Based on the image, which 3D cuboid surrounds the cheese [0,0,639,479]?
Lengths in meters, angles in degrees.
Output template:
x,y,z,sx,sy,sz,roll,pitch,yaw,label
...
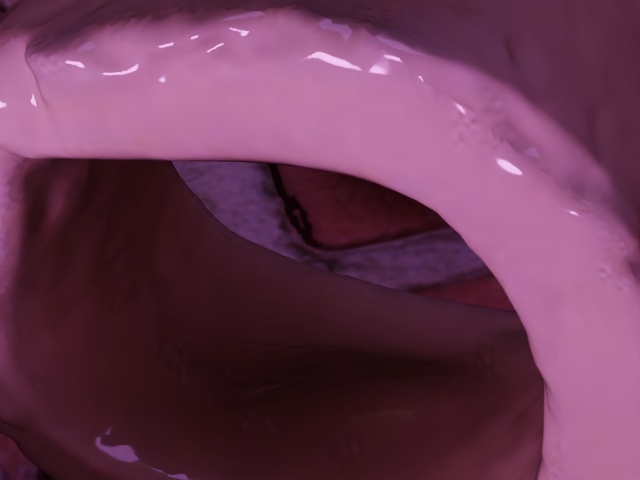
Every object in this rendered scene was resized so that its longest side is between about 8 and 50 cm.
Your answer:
x,y,z,sx,sy,sz,roll,pitch,yaw,label
0.000,-0.004,0.739,0.332,0.292,0.153,5,42,27,cheese
